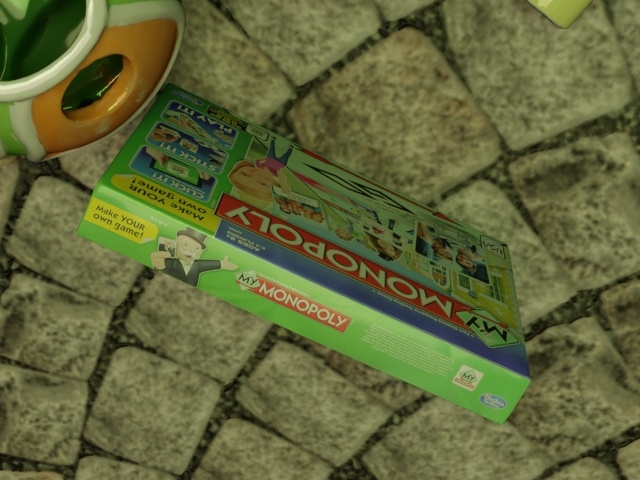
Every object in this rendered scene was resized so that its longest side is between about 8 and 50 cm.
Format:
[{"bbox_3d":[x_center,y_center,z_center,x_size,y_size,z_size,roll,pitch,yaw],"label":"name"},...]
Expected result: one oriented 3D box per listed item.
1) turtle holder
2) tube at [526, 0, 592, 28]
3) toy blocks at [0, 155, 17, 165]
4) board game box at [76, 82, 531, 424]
[{"bbox_3d":[-0.221,-0.203,0.693,0.243,0.227,0.320,-18,108,-6],"label":"turtle holder"},{"bbox_3d":[0.226,-0.261,0.744,0.070,0.062,0.240,21,115,-44],"label":"tube"},{"bbox_3d":[-0.289,-0.145,0.846,0.123,0.054,0.148,16,115,-2],"label":"toy blocks"},{"bbox_3d":[0.000,0.000,0.800,0.317,0.213,0.046,25,115,-7],"label":"board game box"}]
